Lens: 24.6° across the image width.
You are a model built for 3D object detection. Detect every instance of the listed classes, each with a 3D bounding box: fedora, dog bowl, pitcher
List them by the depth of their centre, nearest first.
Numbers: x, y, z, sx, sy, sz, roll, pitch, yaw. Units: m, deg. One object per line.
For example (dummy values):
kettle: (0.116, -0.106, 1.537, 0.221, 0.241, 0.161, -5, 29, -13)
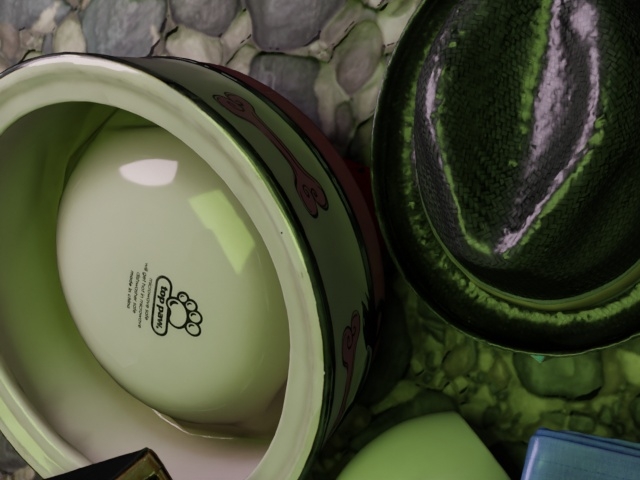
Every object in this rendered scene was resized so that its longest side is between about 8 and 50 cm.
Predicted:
fedora: (0.157, -0.085, 1.060, 0.334, 0.152, 0.334, -3, 82, 22)
pitcher: (0.047, 0.223, 1.131, 0.207, 0.178, 0.125, -38, 76, -3)
dog bowl: (-0.125, 0.033, 1.204, 0.408, 0.150, 0.408, 13, 114, 31)

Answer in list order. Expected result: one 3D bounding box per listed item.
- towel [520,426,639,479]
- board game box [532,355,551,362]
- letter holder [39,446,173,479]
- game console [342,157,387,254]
towel: (0.237, 0.307, 1.001, 0.243, 0.040, 0.336, 12, 69, -2)
board game box: (0.177, 0.004, 1.155, 0.103, 0.026, 0.154, 38, 110, 21)
letter holder: (-0.185, 0.307, 1.149, 0.214, 0.152, 0.302, 56, 148, -6)
game console: (0.000, 0.000, 1.259, 0.144, 0.085, 0.124, 22, 134, 26)
